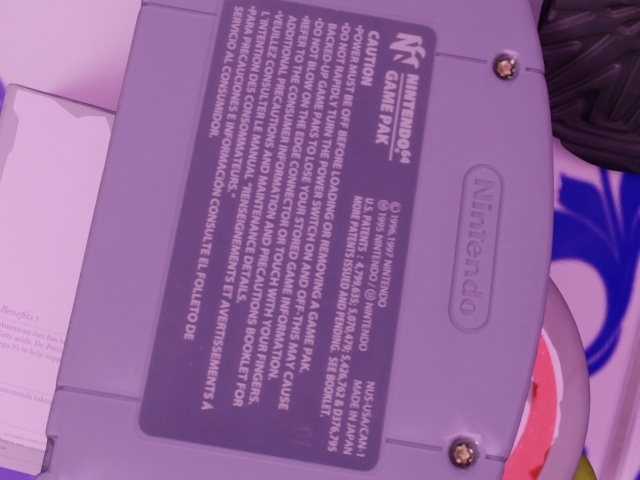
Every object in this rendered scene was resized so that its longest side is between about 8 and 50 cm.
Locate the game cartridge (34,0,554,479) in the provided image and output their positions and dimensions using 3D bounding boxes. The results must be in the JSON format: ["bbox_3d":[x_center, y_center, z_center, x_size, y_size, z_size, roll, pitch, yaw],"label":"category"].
[{"bbox_3d":[0.000,0.000,0.510,0.198,0.062,0.297,11,72,-5],"label":"game cartridge"}]

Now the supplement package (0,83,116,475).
[{"bbox_3d":[-0.127,0.022,0.596,0.105,0.105,0.179,17,90,-8],"label":"supplement package"}]

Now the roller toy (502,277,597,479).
[{"bbox_3d":[0.029,0.078,0.604,0.191,0.146,0.209,-10,83,-7],"label":"roller toy"}]

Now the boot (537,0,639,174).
[{"bbox_3d":[0.217,-0.301,0.600,0.146,0.367,0.445,9,67,14],"label":"boot"}]
